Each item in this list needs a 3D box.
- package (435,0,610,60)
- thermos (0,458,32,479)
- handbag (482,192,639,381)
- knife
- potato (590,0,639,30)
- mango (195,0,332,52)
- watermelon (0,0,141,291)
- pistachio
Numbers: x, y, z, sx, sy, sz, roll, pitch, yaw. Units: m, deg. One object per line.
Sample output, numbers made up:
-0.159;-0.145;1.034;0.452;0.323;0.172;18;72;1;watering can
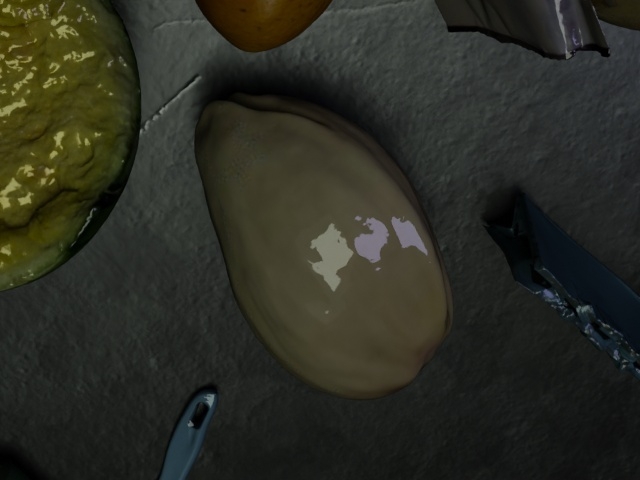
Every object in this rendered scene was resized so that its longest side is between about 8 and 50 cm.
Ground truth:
0.146;-0.255;1.225;0.062;0.251;0.203;-34;115;-17;package
-0.313;0.291;1.527;0.073;0.083;0.187;-44;113;-9;thermos
0.262;0.059;1.435;0.057;0.144;0.221;-42;114;15;handbag
-0.180;0.283;1.565;0.045;0.019;0.313;22;112;-8;knife
0.244;-0.295;1.258;0.165;0.165;0.262;-27;112;6;potato
-0.031;-0.303;1.189;0.199;0.201;0.350;-11;138;-34;mango
-0.299;-0.114;1.254;0.331;0.189;0.330;0;90;16;watermelon
0.000;0.000;1.355;0.226;0.208;0.331;-10;119;48;pistachio
